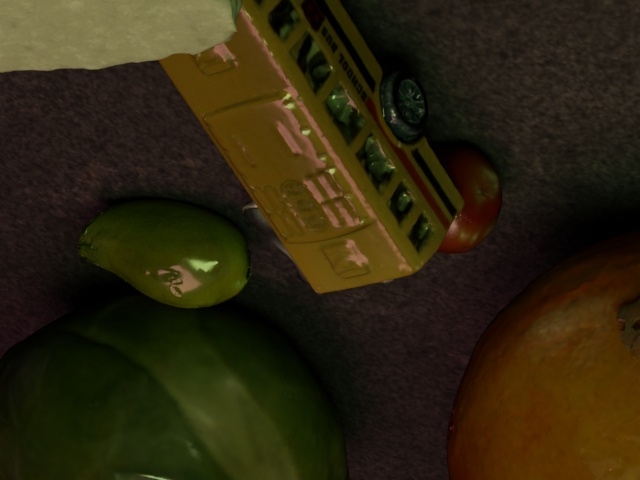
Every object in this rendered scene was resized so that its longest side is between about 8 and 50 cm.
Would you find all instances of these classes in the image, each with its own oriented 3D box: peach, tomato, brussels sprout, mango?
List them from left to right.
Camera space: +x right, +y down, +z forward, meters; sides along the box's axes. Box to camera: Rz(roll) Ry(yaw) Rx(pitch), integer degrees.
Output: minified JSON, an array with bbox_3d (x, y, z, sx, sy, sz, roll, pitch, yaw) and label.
[{"bbox_3d":[-0.141,0.008,1.644,0.165,0.091,0.074,11,156,14],"label":"mango"},{"bbox_3d":[-0.137,0.207,1.757,0.371,0.275,0.315,35,148,-20],"label":"brussels sprout"},{"bbox_3d":[0.104,-0.034,1.447,0.087,0.087,0.075,33,140,-16],"label":"tomato"},{"bbox_3d":[0.267,0.165,1.416,0.373,0.290,0.372,-16,139,-14],"label":"peach"}]

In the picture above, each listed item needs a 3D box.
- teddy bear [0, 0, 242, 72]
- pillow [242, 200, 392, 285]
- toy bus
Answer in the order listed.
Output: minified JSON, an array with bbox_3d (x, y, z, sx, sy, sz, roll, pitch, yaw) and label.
[{"bbox_3d":[-0.265,-0.296,1.199,0.375,0.362,0.327,-11,156,3],"label":"teddy bear"},{"bbox_3d":[0.000,0.002,1.580,0.091,0.055,0.135,-24,136,8],"label":"pillow"},{"bbox_3d":[-0.028,-0.119,1.327,0.121,0.123,0.335,-12,124,38],"label":"toy bus"}]
